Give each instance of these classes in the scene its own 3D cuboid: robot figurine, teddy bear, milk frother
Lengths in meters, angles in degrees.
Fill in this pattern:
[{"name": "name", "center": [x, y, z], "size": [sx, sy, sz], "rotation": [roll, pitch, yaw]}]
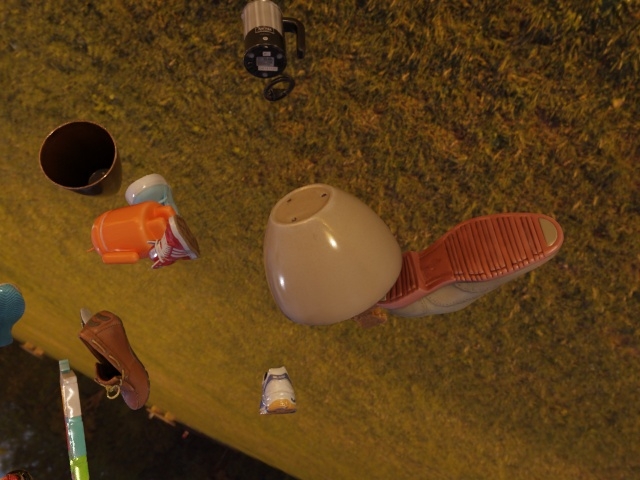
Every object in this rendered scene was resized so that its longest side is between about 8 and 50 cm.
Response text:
[{"name": "robot figurine", "center": [-0.423, -0.017, 1.138], "size": [0.220, 0.157, 0.128], "rotation": [-10, 166, 20]}, {"name": "teddy bear", "center": [0.118, 0.194, 1.789], "size": [0.338, 0.113, 0.245], "rotation": [30, 131, -34]}, {"name": "milk frother", "center": [-0.104, -0.380, 1.022], "size": [0.129, 0.134, 0.143], "rotation": [8, 148, -23]}]

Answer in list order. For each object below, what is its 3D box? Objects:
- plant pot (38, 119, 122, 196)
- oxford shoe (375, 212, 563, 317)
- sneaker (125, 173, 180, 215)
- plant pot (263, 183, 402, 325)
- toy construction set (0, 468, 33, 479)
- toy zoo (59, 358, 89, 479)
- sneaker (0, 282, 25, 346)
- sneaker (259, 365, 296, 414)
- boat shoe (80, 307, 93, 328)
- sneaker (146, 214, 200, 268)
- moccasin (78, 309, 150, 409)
[{"name": "plant pot", "center": [-0.702, -0.219, 1.547], "size": [0.216, 0.215, 0.230], "rotation": [29, 165, 4]}, {"name": "oxford shoe", "center": [0.301, 0.061, 1.035], "size": [0.397, 0.140, 0.146], "rotation": [-21, 138, 31]}, {"name": "sneaker", "center": [-0.478, -0.073, 1.535], "size": [0.150, 0.135, 0.366], "rotation": [49, 164, 12]}, {"name": "plant pot", "center": [0.000, 0.000, 1.001], "size": [0.284, 0.284, 0.190], "rotation": [6, 135, 38]}, {"name": "toy construction set", "center": [-0.758, 0.622, 1.024], "size": [0.238, 0.257, 0.309], "rotation": [6, 176, -13]}, {"name": "toy zoo", "center": [-0.603, 0.436, 1.222], "size": [0.030, 0.293, 0.192], "rotation": [-6, 168, -31]}, {"name": "sneaker", "center": [-0.671, 0.142, 1.030], "size": [0.229, 0.088, 0.092], "rotation": [-44, 64, 39]}, {"name": "sneaker", "center": [-0.126, 0.454, 1.512], "size": [0.112, 0.130, 0.296], "rotation": [-2, 157, -14]}, {"name": "boat shoe", "center": [-0.815, 0.295, 1.757], "size": [0.125, 0.038, 0.046], "rotation": [54, -163, 16]}, {"name": "sneaker", "center": [-0.200, 0.005, 0.653], "size": [0.067, 0.042, 0.118], "rotation": [-13, 161, -6]}, {"name": "moccasin", "center": [-0.634, 0.395, 1.547], "size": [0.139, 0.147, 0.379], "rotation": [18, 132, 24]}]
